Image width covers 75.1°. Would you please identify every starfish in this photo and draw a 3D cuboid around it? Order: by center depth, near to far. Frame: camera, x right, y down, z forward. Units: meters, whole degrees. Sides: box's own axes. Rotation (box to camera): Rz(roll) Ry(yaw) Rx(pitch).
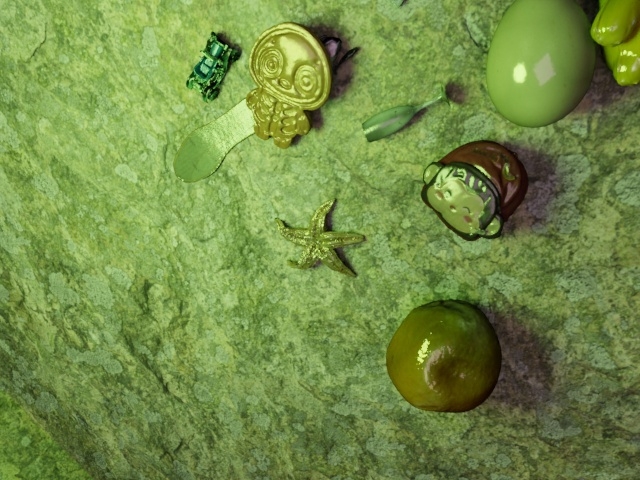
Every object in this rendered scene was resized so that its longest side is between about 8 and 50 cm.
[{"bbox_3d":[0.000,0.000,1.131,0.277,0.062,0.235,37,110,2],"label":"starfish"}]

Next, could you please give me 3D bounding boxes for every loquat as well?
[{"bbox_3d":[0.308,0.287,1.061,0.276,0.276,0.283,6,96,11],"label":"loquat"}]

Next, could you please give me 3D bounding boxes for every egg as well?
[{"bbox_3d":[0.420,-0.349,0.805,0.189,0.188,0.253,-5,105,15],"label":"egg"}]

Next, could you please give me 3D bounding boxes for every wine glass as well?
[{"bbox_3d":[0.193,-0.289,0.957,0.198,0.066,0.066,-21,105,23],"label":"wine glass"}]

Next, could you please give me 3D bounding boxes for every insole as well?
[{"bbox_3d":[-0.269,-0.265,1.103,0.348,0.009,0.119,-29,102,22],"label":"insole"}]

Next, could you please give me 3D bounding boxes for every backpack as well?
[{"bbox_3d":[0.356,-0.120,0.948,0.229,0.139,0.229,7,104,28],"label":"backpack"}]

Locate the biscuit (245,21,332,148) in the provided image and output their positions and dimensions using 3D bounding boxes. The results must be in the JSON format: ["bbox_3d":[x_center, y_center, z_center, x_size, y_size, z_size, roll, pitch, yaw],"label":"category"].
[{"bbox_3d":[-0.084,-0.345,0.960,0.202,0.044,0.288,30,129,0],"label":"biscuit"}]

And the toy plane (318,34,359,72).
[{"bbox_3d":[-0.012,-0.404,0.964,0.197,0.053,0.078,-36,108,19],"label":"toy plane"}]

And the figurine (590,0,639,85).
[{"bbox_3d":[0.593,-0.442,0.711,0.324,0.231,0.340,-7,106,-21],"label":"figurine"}]

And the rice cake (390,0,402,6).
[{"bbox_3d":[0.190,-0.550,0.871,0.022,0.021,0.121,31,115,-11],"label":"rice cake"}]

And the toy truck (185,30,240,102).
[{"bbox_3d":[-0.270,-0.415,1.006,0.080,0.078,0.154,38,115,-2],"label":"toy truck"}]
